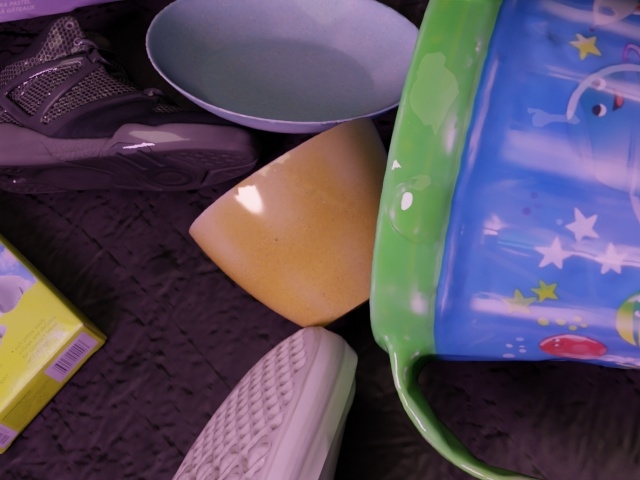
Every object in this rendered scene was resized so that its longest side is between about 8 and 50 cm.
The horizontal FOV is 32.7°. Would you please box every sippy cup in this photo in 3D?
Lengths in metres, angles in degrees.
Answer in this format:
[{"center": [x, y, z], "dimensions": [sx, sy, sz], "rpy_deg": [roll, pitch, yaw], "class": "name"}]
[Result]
[{"center": [0.163, -0.028, 0.584], "dimensions": [0.224, 0.305, 0.240], "rpy_deg": [14, 27, 13], "class": "sippy cup"}]

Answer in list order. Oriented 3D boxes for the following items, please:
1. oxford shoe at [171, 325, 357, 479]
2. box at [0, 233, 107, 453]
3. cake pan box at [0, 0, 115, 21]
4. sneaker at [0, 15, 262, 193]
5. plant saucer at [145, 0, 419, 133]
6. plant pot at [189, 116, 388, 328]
[{"center": [-0.052, 0.258, 0.572], "dimensions": [0.130, 0.169, 0.449], "rpy_deg": [26, 61, -16], "class": "oxford shoe"}, {"center": [-0.247, 0.052, 0.774], "dimensions": [0.178, 0.042, 0.109], "rpy_deg": [38, 81, 28], "class": "box"}, {"center": [-0.259, -0.281, 0.819], "dimensions": [0.267, 0.070, 0.246], "rpy_deg": [-16, 68, -29], "class": "cake pan box"}, {"center": [-0.145, -0.102, 0.786], "dimensions": [0.227, 0.087, 0.130], "rpy_deg": [2, 73, 25], "class": "sneaker"}, {"center": [-0.022, -0.120, 0.750], "dimensions": [0.195, 0.037, 0.195], "rpy_deg": [4, 38, -4], "class": "plant saucer"}, {"center": [0.000, 0.000, 0.678], "dimensions": [0.134, 0.134, 0.095], "rpy_deg": [-32, 84, 2], "class": "plant pot"}]
